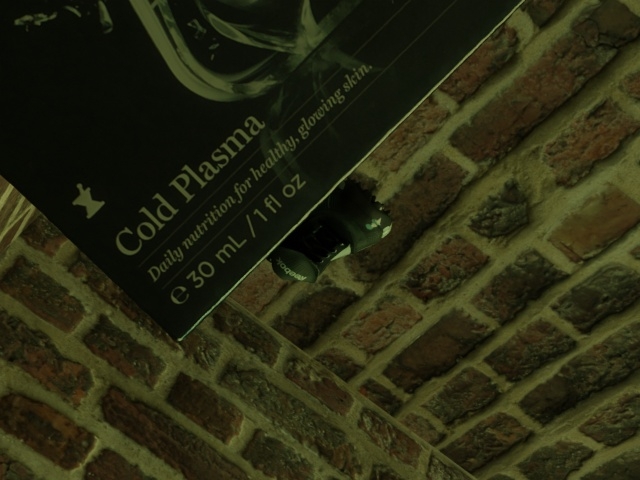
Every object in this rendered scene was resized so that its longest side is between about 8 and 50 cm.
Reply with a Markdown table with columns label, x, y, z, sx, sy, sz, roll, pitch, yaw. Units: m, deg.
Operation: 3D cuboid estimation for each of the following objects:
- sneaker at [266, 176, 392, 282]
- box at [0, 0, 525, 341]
| label | x | y | z | sx | sy | sz | roll | pitch | yaw |
| --- | --- | --- | --- | --- | --- | --- | --- | --- | --- |
| sneaker | 0.000 | 0.000 | 0.946 | 0.106 | 0.078 | 0.234 | -49 | -170 | -14 |
| box | -0.130 | -0.251 | 0.888 | 0.480 | 0.472 | 0.297 | -45 | -173 | 1 |
